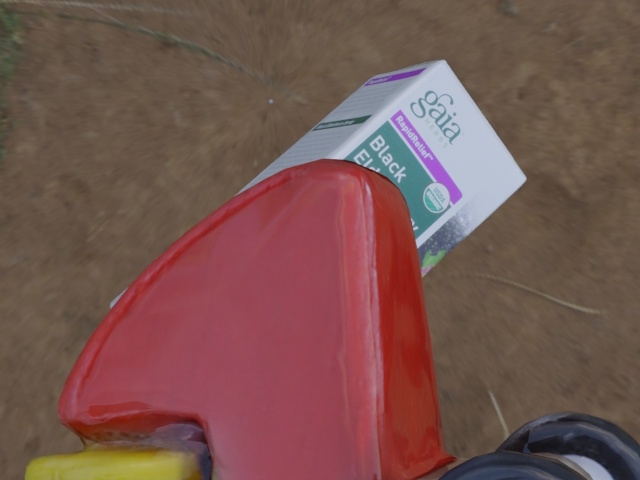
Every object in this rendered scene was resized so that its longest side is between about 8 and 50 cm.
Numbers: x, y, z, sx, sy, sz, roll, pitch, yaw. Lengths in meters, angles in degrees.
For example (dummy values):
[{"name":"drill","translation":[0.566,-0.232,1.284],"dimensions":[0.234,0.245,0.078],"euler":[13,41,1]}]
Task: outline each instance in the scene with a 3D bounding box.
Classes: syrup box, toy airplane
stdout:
[{"name":"syrup box","translation":[0.000,0.000,0.992],"dimensions":[0.237,0.096,0.093],"euler":[-41,105,-18]},{"name":"toy airplane","translation":[-0.069,0.206,0.539],"dimensions":[0.272,0.384,0.386],"euler":[16,139,15]}]
